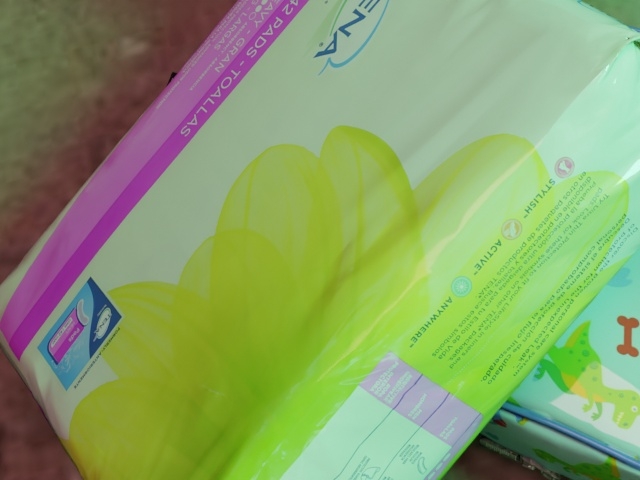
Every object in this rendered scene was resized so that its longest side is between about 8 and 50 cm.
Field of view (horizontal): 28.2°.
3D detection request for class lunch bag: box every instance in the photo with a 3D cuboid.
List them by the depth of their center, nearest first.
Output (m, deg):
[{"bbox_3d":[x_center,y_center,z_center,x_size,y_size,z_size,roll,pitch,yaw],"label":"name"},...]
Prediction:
[{"bbox_3d":[0.158,0.014,0.621,0.176,0.090,0.219,21,71,18],"label":"lunch bag"}]

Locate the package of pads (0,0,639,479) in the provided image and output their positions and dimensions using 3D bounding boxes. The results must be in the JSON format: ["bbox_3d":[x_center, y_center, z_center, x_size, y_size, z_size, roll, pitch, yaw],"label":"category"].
[{"bbox_3d":[0.000,0.000,0.574,0.296,0.101,0.229,-51,44,3],"label":"package of pads"}]

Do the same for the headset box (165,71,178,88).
[{"bbox_3d":[-0.053,-0.054,0.716,0.083,0.032,0.062,14,70,13],"label":"headset box"}]
